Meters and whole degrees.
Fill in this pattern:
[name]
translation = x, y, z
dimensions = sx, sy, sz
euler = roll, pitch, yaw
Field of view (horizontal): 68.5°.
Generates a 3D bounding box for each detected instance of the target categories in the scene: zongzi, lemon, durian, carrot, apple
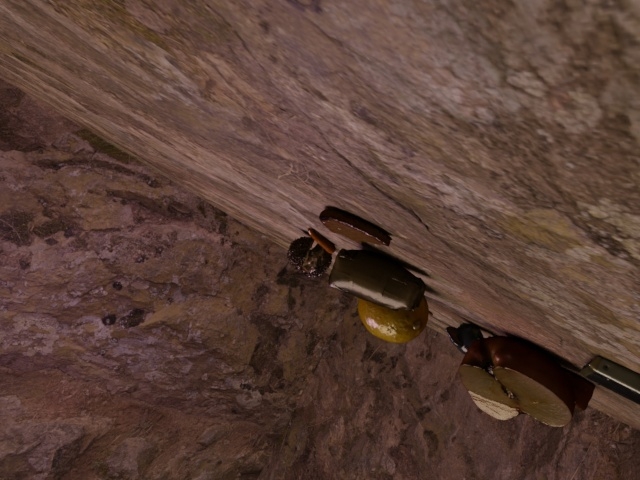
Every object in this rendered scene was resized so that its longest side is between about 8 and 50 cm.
[zongzi]
translation = 0.198, 0.113, 1.443
dimensions = 0.274, 0.145, 0.300
euler = 21, -172, 20
[lemon]
translation = 0.247, 0.232, 1.622
dimensions = 0.263, 0.235, 0.236
euler = -1, 155, 43
[durian]
translation = -0.053, 0.072, 1.899
dimensions = 0.196, 0.167, 0.196
euler = 19, 137, 19
[carrot]
translation = 0.000, 0.000, 1.719
dimensions = 0.037, 0.037, 0.190
euler = 24, 171, 40
[apple]
translation = 0.668, 0.496, 1.631
dimensions = 0.365, 0.329, 0.295
euler = 49, -167, -20

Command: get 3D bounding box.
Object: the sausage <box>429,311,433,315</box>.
[sausage]
translation = 0.551, 0.366, 2.392
dimensions = 0.015, 0.015, 0.100
euler = 23, 172, 42

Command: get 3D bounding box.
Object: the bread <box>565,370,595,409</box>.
[bread]
translation = 0.890, 0.544, 1.855
dimensions = 0.328, 0.114, 0.295
euler = 24, 174, 37

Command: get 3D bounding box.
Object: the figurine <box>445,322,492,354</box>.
[figurine]
translation = 0.637, 0.447, 1.891
dimensions = 0.193, 0.265, 0.140
euler = -9, 167, -44

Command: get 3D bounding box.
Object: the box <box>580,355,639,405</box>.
[box]
translation = 0.779, 0.369, 1.191
dimensions = 0.211, 0.045, 0.270
euler = 27, 174, 28

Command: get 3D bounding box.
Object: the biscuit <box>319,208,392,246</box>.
[biscuit]
translation = 0.084, -0.025, 1.125
dimensions = 0.229, 0.031, 0.176
euler = 22, 172, 36
